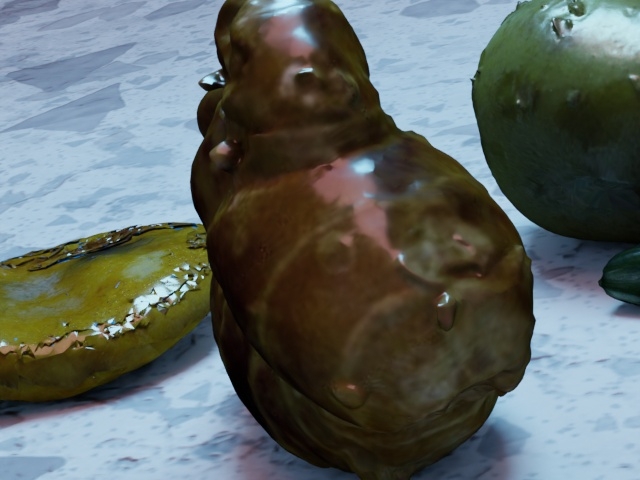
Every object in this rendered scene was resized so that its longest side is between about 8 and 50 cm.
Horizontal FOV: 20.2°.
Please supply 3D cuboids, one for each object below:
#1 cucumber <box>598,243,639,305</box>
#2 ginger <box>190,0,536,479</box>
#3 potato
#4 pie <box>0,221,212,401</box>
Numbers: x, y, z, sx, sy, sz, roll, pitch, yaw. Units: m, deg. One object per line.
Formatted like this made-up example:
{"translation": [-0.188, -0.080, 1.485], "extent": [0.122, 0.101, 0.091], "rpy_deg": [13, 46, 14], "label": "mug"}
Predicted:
{"translation": [0.235, 0.021, 1.180], "extent": [0.105, 0.048, 0.048], "rpy_deg": [-5, 20, 26], "label": "cucumber"}
{"translation": [0.000, 0.006, 1.027], "extent": [0.152, 0.274, 0.357], "rpy_deg": [-31, -12, -11], "label": "ginger"}
{"translation": [0.247, -0.088, 1.261], "extent": [0.307, 0.210, 0.173], "rpy_deg": [7, 52, 27], "label": "potato"}
{"translation": [-0.192, 0.047, 1.328], "extent": [0.273, 0.069, 0.273], "rpy_deg": [-9, 19, 3], "label": "pie"}
